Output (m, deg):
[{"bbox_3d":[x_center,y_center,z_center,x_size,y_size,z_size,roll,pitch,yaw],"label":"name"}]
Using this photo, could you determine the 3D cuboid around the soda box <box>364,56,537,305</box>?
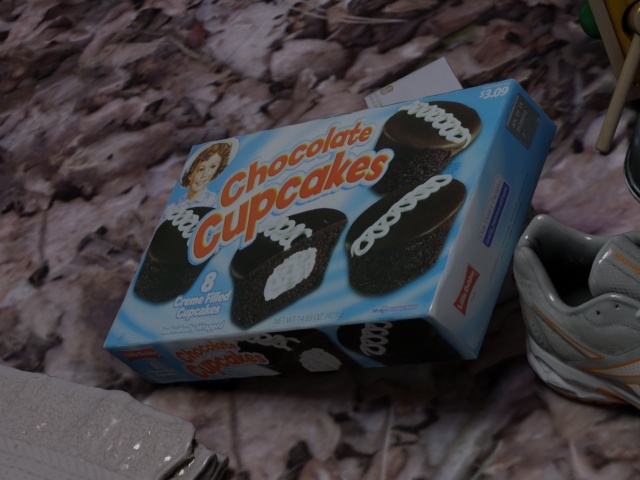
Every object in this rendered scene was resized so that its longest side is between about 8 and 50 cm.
[{"bbox_3d":[0.100,-0.044,1.361,0.074,0.069,0.216,-26,37,3],"label":"soda box"}]

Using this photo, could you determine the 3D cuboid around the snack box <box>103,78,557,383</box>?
[{"bbox_3d":[0.000,0.000,1.301,0.322,0.060,0.187,-9,50,44],"label":"snack box"}]

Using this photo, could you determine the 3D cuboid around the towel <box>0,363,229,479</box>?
[{"bbox_3d":[-0.213,0.181,1.312,0.282,0.049,0.187,9,50,39],"label":"towel"}]

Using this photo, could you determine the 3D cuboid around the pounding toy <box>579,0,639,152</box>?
[{"bbox_3d":[0.246,-0.160,1.371,0.141,0.130,0.100,-19,26,11],"label":"pounding toy"}]

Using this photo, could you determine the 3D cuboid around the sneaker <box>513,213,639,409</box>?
[{"bbox_3d":[0.216,0.057,1.128,0.262,0.121,0.099,16,55,42],"label":"sneaker"}]

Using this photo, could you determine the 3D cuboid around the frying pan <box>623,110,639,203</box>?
[{"bbox_3d":[0.310,-0.076,0.996,0.326,0.053,0.197,-2,35,39],"label":"frying pan"}]
